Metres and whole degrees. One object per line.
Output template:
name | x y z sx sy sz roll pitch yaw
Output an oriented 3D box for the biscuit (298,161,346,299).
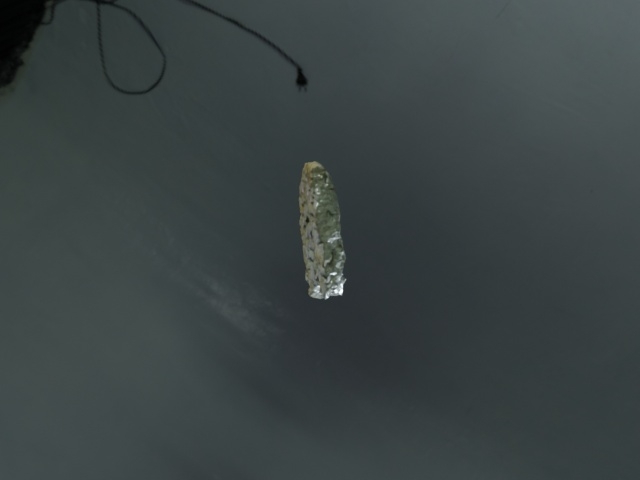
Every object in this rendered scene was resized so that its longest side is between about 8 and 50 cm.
biscuit | 0.000 0.000 0.940 0.040 0.188 0.265 -9 142 -9
